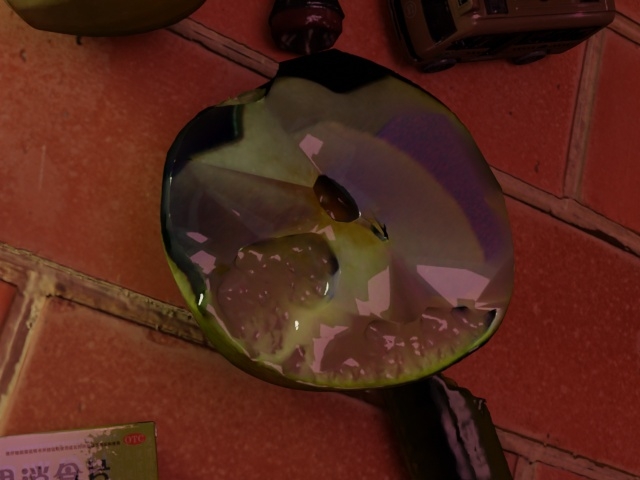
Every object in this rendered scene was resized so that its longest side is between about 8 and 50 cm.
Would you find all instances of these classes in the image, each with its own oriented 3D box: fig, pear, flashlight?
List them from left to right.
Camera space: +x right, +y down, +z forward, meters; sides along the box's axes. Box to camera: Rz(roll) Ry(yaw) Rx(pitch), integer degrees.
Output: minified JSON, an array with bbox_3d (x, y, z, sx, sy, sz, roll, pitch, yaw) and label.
[{"bbox_3d":[-0.224,-0.315,1.101,0.230,0.207,0.207,-12,84,2],"label":"fig"},{"bbox_3d":[-0.021,-0.347,1.284,0.093,0.093,0.232,8,69,-28],"label":"flashlight"},{"bbox_3d":[0.000,0.005,1.149,0.398,0.165,0.399,10,63,-20],"label":"pear"}]

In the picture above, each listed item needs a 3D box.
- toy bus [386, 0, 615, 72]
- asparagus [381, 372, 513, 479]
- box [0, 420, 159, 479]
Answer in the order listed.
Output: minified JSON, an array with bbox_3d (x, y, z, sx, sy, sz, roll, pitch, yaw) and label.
[{"bbox_3d":[0.238,-0.312,1.373,0.289,0.157,0.139,-9,83,-31],"label":"toy bus"},{"bbox_3d":[0.158,0.260,1.225,0.108,0.128,0.382,-13,83,-66],"label":"asparagus"},{"bbox_3d":[-0.281,0.273,1.003,0.260,0.062,0.175,-1,79,-29],"label":"box"}]
